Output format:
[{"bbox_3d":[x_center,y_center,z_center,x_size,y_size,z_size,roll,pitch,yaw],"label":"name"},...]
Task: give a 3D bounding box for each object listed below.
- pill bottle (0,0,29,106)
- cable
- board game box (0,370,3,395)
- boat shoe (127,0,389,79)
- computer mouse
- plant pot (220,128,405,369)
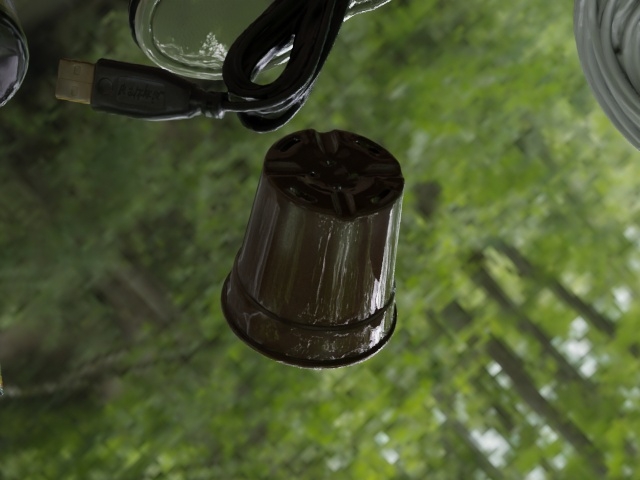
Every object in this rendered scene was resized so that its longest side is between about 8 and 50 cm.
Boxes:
[{"bbox_3d":[-0.313,-0.201,1.246,0.123,0.123,0.219,-40,-132,15],"label":"pill bottle"},{"bbox_3d":[0.326,-0.163,1.274,0.089,0.257,0.257,-44,157,-37],"label":"cable"},{"bbox_3d":[-0.333,0.017,1.266,0.030,0.259,0.136,-19,-126,8],"label":"board game box"},{"bbox_3d":[-0.044,-0.234,1.317,0.113,0.127,0.340,30,-133,36],"label":"boat shoe"},{"bbox_3d":[-0.095,-0.135,0.741,0.060,0.262,0.184,86,25,-61],"label":"computer mouse"},{"bbox_3d":[0.000,0.000,1.409,0.167,0.167,0.165,-53,160,-47],"label":"plant pot"}]
